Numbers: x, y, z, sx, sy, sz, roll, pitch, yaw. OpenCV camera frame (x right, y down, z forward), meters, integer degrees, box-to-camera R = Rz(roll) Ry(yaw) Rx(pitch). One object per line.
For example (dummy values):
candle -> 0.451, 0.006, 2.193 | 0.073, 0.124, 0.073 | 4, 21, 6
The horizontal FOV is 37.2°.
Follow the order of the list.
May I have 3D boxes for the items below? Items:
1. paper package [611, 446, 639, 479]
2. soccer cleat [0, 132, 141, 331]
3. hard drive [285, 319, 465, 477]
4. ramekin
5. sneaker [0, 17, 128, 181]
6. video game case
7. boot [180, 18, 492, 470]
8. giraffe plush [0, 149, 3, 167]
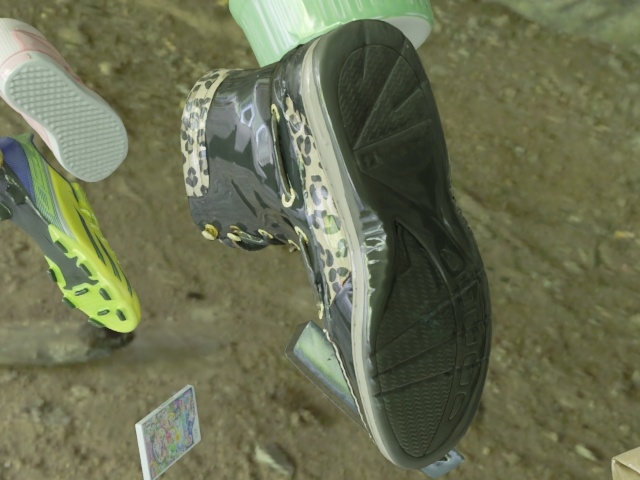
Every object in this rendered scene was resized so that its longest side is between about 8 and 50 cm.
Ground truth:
paper package -> 0.524, 0.305, 0.983 | 0.325, 0.309, 0.168 | 33, 43, -29
soccer cleat -> -0.310, -0.013, 1.192 | 0.289, 0.093, 0.121 | 52, 41, -11
hard drive -> 0.059, 0.205, 1.223 | 0.255, 0.054, 0.172 | 42, -10, -1
ramekin -> 0.026, -0.344, 1.456 | 0.303, 0.303, 0.148 | -11, 78, -46
sneaker -> -0.176, -0.095, 0.623 | 0.070, 0.051, 0.134 | 48, -5, 29
video game case -> -0.204, 0.260, 1.287 | 0.011, 0.087, 0.122 | 3, 19, 27
boot -> 0.000, 0.000, 0.867 | 0.138, 0.377, 0.284 | -24, 18, -29
giraffe plush -> -0.452, -0.070, 0.994 | 0.181, 0.210, 0.170 | 26, 60, -6
